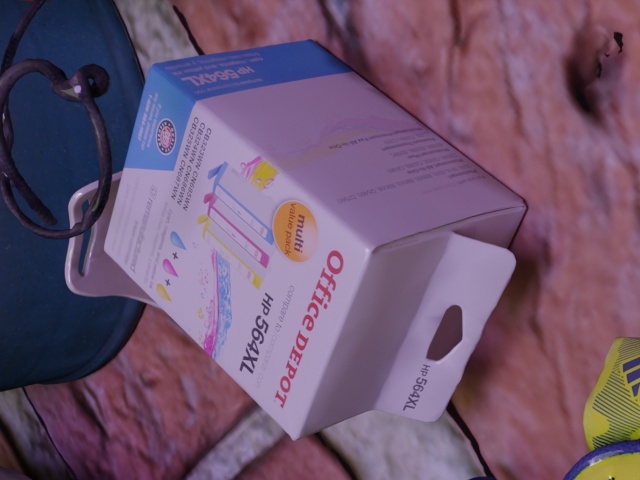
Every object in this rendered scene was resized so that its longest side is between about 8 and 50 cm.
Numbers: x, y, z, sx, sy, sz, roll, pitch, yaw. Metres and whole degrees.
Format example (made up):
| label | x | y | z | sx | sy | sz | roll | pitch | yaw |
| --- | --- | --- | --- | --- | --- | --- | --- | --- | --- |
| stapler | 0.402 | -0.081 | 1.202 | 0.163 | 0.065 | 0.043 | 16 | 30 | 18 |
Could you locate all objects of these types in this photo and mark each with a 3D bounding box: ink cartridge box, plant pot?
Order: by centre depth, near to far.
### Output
| label | x | y | z | sx | sy | sz | roll | pitch | yaw |
| --- | --- | --- | --- | --- | --- | --- | --- | --- | --- |
| ink cartridge box | 0.000 | 0.000 | 0.503 | 0.143 | 0.090 | 0.092 | 41 | 127 | 31 |
| plant pot | -0.262 | -0.026 | 0.641 | 0.271 | 0.255 | 0.272 | 15 | 113 | 41 |

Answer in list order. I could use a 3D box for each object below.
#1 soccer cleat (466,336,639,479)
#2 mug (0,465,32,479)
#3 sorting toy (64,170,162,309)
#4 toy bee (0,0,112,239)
| label | x | y | z | sx | sy | sz | roll | pitch | yaw |
| --- | --- | --- | --- | --- | --- | --- | --- | --- | --- |
| soccer cleat | 0.135 | 0.069 | 0.387 | 0.289 | 0.093 | 0.121 | -42 | 64 | 43 |
| mug | -0.188 | 0.301 | 0.646 | 0.328 | 0.276 | 0.374 | 38 | 124 | 41 |
| sorting toy | -0.084 | -0.007 | 0.595 | 0.045 | 0.075 | 0.083 | 28 | 120 | 37 |
| toy bee | -0.141 | -0.155 | 0.529 | 0.195 | 0.162 | 0.298 | -12 | 102 | 37 |
